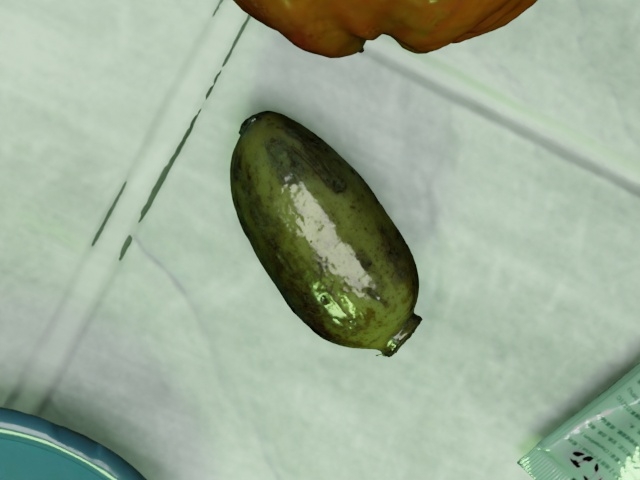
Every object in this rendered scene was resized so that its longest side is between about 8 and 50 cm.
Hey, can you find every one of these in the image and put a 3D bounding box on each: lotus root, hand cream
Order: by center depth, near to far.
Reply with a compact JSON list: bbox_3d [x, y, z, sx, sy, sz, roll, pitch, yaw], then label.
[{"bbox_3d":[0.000,0.000,1.042,0.080,0.089,0.179,-41,105,-21],"label":"lotus root"},{"bbox_3d":[0.277,0.066,1.108,0.085,0.058,0.331,40,103,-20],"label":"hand cream"}]

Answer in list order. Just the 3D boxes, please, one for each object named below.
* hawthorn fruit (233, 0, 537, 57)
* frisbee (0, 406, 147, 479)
[{"bbox_3d":[0.028,-0.229,0.898,0.224,0.224,0.260,-4,96,-4],"label":"hawthorn fruit"},{"bbox_3d":[-0.227,0.226,1.128,0.290,0.049,0.289,-1,117,-2],"label":"frisbee"}]
